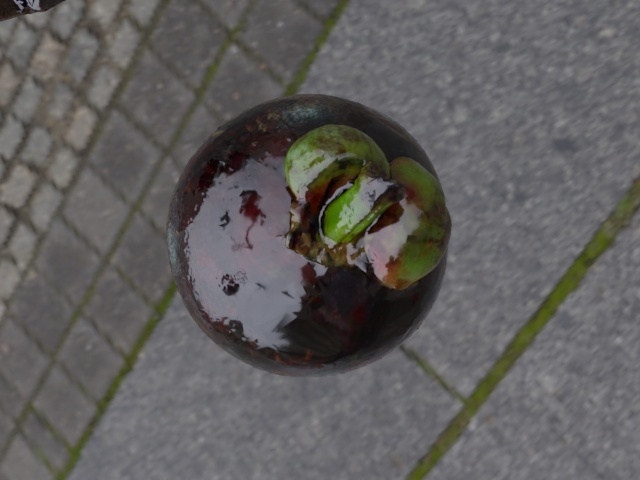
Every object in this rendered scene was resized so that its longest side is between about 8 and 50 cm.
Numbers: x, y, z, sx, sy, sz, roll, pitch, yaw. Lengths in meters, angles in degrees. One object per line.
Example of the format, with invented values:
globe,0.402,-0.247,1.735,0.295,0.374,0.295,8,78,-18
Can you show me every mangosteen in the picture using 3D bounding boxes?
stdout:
mangosteen,0.000,0.000,1.751,0.359,0.306,0.306,-160,55,-67

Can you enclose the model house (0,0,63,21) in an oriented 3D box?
model house,-0.272,-0.212,1.275,0.203,0.164,0.141,47,147,32
